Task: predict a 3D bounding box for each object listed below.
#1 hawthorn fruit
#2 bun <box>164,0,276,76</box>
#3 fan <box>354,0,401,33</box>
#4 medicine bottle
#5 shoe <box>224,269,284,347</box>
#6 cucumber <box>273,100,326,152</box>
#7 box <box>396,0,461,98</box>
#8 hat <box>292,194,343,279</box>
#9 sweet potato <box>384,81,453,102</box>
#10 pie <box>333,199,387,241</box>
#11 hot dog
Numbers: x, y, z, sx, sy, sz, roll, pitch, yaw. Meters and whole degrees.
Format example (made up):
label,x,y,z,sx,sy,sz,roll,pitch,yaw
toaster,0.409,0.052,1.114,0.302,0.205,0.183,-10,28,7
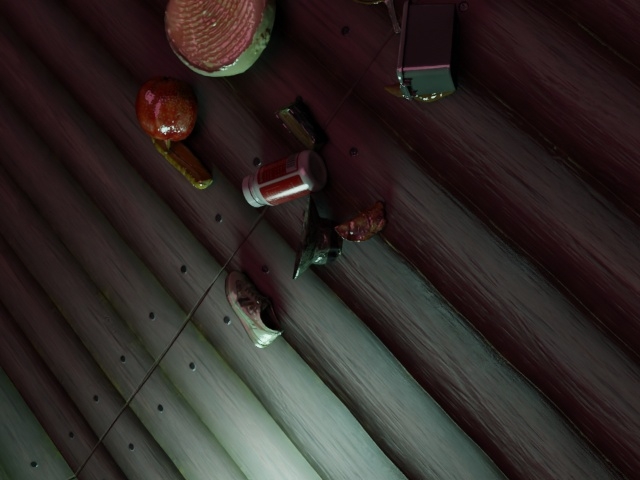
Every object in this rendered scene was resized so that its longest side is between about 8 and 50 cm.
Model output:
label,x,y,z,sx,sy,sz,roll,pitch,yaw
hawthorn fruit,-0.512,-0.415,2.115,0.205,0.205,0.253,19,110,27
bun,-0.288,-0.675,1.952,0.364,0.202,0.364,1,92,22
fan,0.169,-0.738,1.791,0.229,0.011,0.335,-19,85,30
medicine bottle,-0.111,-0.184,1.948,0.250,0.131,0.131,-15,88,32
shoe,-0.216,0.213,2.077,0.098,0.103,0.275,-34,85,27
cucumber,-0.056,-0.357,1.927,0.193,0.086,0.115,55,162,12
box,0.285,-0.494,1.647,0.135,0.163,0.243,3,75,20
hat,0.000,0.000,1.892,0.128,0.265,0.265,10,103,-8
sweet potato,0.274,-0.411,1.746,0.218,0.051,0.065,5,102,30
pie,0.130,-0.048,1.849,0.170,0.034,0.092,-34,105,-5
hot dog,-0.474,-0.278,2.180,0.289,0.083,0.068,46,154,18
